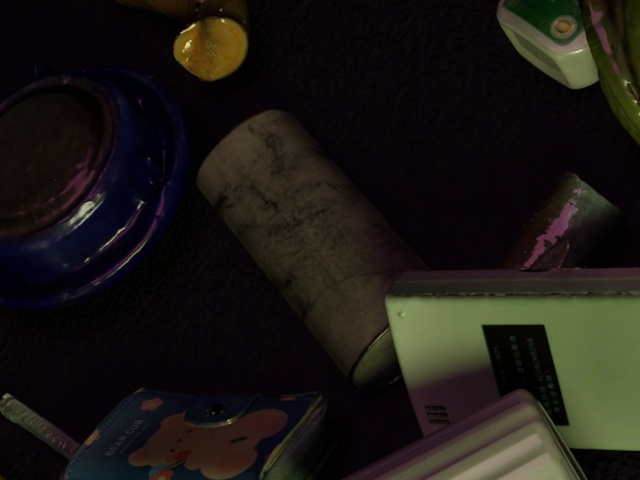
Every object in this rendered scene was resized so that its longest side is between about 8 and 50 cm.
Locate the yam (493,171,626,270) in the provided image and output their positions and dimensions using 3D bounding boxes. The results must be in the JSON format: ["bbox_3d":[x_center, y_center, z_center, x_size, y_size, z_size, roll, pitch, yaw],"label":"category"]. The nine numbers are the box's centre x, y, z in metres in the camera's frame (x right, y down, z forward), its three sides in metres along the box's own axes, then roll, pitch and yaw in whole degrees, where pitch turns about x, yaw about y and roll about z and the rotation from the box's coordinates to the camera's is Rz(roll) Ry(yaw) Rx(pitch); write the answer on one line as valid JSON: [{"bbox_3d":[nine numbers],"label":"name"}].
[{"bbox_3d":[0.174,0.025,1.496,0.068,0.068,0.169,28,76,40],"label":"yam"}]

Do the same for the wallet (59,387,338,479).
[{"bbox_3d":[-0.095,0.176,1.533,0.202,0.059,0.141,-2,30,31],"label":"wallet"}]

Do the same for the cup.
[{"bbox_3d":[0.113,0.238,1.356,0.202,0.221,0.167,-31,15,5],"label":"cup"}]

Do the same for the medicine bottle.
[{"bbox_3d":[0.248,-0.224,1.622,0.183,0.069,0.119,-44,46,-4],"label":"medicine bottle"}]

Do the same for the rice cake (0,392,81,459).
[{"bbox_3d":[-0.249,0.170,1.681,0.121,0.022,0.021,28,68,40],"label":"rice cake"}]

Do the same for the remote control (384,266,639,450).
[{"bbox_3d":[0.217,0.088,1.381,0.344,0.145,0.050,-1,29,29],"label":"remote control"}]

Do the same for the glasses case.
[{"bbox_3d":[0.000,0.000,1.622,0.114,0.060,0.299,-42,48,3],"label":"glasses case"}]

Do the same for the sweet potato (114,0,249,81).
[{"bbox_3d":[-0.158,-0.247,1.869,0.285,0.085,0.112,32,83,41],"label":"sweet potato"}]

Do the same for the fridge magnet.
[{"bbox_3d":[-0.243,-0.057,1.770,0.265,0.113,0.266,-16,54,23],"label":"fridge magnet"}]

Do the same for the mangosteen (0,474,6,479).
[{"bbox_3d":[-0.353,0.229,1.625,0.180,0.166,0.166,-2,55,-1],"label":"mangosteen"}]

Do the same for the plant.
[{"bbox_3d":[0.285,-0.070,1.437,0.251,0.180,0.334,0,63,43],"label":"plant"}]
